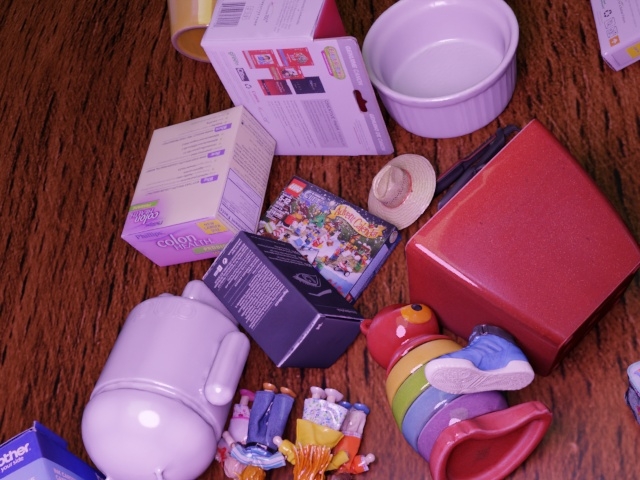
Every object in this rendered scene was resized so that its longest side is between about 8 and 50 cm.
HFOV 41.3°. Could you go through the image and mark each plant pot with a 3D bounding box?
[{"bbox_3d":[0.302,0.040,1.226,0.267,0.267,0.236,-43,69,-11],"label":"plant pot"},{"bbox_3d":[-0.216,-0.512,1.769,0.254,0.254,0.238,-3,73,17],"label":"plant pot"}]

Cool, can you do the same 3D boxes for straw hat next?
[{"bbox_3d":[0.122,-0.092,1.447,0.145,0.061,0.144,-17,61,34],"label":"straw hat"}]

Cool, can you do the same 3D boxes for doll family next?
[{"bbox_3d":[-0.056,0.297,1.250,0.263,0.118,0.163,3,60,20],"label":"doll family"}]

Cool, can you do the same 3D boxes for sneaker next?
[{"bbox_3d":[0.198,0.151,1.112,0.152,0.058,0.084,1,40,-17],"label":"sneaker"}]

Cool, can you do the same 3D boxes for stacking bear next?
[{"bbox_3d":[0.163,0.202,1.214,0.176,0.164,0.289,-10,43,-24],"label":"stacking bear"}]

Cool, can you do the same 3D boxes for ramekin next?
[{"bbox_3d":[0.225,-0.318,1.542,0.277,0.135,0.277,-9,56,14],"label":"ramekin"}]

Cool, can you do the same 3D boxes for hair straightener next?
[{"bbox_3d":[0.284,-0.119,1.456,0.230,0.047,0.089,-38,54,-12],"label":"hair straightener"}]

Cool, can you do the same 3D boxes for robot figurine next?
[{"bbox_3d":[-0.232,0.226,1.281,0.300,0.200,0.353,-27,32,33],"label":"robot figurine"}]

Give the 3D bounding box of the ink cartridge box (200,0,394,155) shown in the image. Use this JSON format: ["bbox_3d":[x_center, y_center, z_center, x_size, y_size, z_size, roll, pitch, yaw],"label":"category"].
[{"bbox_3d":[-0.018,-0.289,1.500,0.272,0.309,0.130,3,60,20],"label":"ink cartridge box"}]

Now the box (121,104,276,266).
[{"bbox_3d":[-0.215,-0.096,1.534,0.214,0.117,0.242,-10,53,30],"label":"box"}]

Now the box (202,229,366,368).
[{"bbox_3d":[-0.056,0.095,1.333,0.207,0.153,0.108,46,105,29],"label":"box"}]

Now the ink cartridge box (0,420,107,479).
[{"bbox_3d":[-0.355,0.443,1.166,0.151,0.270,0.395,-31,54,-5],"label":"ink cartridge box"}]

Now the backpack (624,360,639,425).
[{"bbox_3d":[0.502,0.225,1.093,0.166,0.144,0.188,-17,57,1],"label":"backpack"}]

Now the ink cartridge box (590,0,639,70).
[{"bbox_3d":[0.621,-0.490,1.486,0.307,0.072,0.303,-24,48,34],"label":"ink cartridge box"}]

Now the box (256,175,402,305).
[{"bbox_3d":[0.000,0.000,1.464,0.233,0.044,0.159,28,76,31],"label":"box"}]
